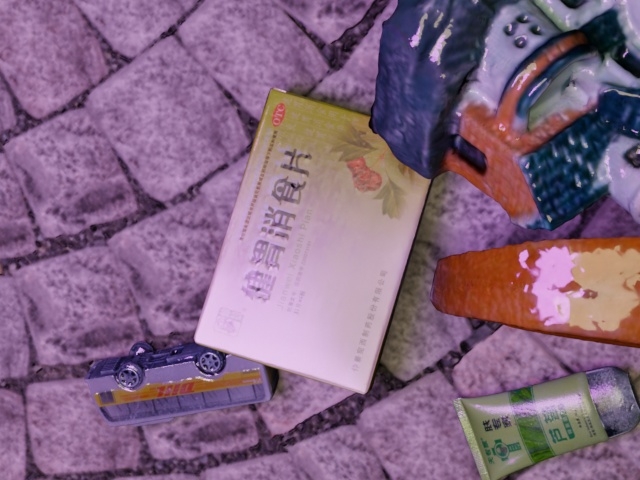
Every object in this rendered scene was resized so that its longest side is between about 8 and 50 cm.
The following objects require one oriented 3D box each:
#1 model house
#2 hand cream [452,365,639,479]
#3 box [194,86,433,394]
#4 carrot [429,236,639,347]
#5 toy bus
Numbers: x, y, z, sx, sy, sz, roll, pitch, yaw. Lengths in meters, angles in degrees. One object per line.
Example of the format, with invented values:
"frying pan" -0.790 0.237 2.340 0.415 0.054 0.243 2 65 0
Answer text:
"model house" 0.225 -0.119 1.287 0.253 0.184 0.291 -34 63 -24
"hand cream" 0.226 0.176 1.513 0.175 0.046 0.095 -19 98 14
"box" 0.001 0.001 1.487 0.175 0.062 0.260 17 88 7
"carrot" 0.254 0.046 1.387 0.307 0.258 0.100 6 84 6
"toy bus" -0.139 0.139 1.566 0.191 0.064 0.075 -12 108 12
